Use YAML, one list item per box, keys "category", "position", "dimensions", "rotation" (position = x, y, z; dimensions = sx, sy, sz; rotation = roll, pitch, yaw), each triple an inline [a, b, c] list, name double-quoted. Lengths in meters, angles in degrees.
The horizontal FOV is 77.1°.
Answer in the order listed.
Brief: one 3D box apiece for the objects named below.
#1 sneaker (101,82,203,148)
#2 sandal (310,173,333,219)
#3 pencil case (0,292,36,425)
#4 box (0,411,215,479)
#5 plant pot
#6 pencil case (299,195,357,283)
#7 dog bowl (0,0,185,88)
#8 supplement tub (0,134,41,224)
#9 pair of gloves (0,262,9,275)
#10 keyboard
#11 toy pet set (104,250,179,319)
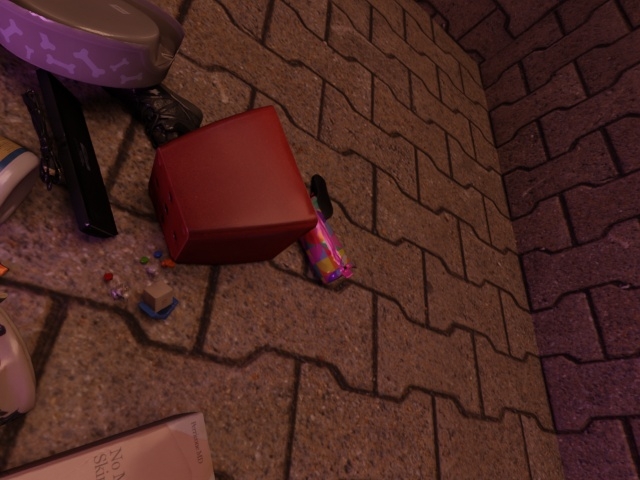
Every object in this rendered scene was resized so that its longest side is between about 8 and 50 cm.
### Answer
- category: "sneaker"
  position: [-0.374, -0.284, 0.881]
  dimensions: [0.228, 0.087, 0.130]
  rotation: [28, 46, -36]
- category: "sandal"
  position: [-0.003, -0.120, 1.172]
  dimensions: [0.067, 0.040, 0.179]
  rotation: [30, 37, -35]
- category: "pencil case"
  position: [-0.544, 0.208, 0.425]
  dimensions: [0.410, 0.160, 0.183]
  rotation: [-27, 102, -46]
- category: "box"
  position: [-0.322, 0.364, 0.571]
  dimensions: [0.311, 0.121, 0.147]
  rotation: [-4, 71, -43]
- category: "plant pot"
  position: [-0.203, -0.088, 0.829]
  dimensions: [0.236, 0.267, 0.267]
  rotation: [-15, 80, -32]
- category: "pencil case"
  position: [0.000, 0.000, 1.060]
  dimensions: [0.104, 0.104, 0.236]
  rotation: [-29, 87, -46]
- category: "dog bowl"
  position: [-0.453, -0.420, 0.787]
  dimensions: [0.349, 0.102, 0.348]
  rotation: [20, 36, -15]
- category: "supplement tub"
  position: [-0.554, -0.120, 0.594]
  dimensions: [0.200, 0.144, 0.144]
  rotation: [34, 50, -24]
- category: "pair of gloves"
  position: [-0.542, 0.046, 0.616]
  dimensions: [0.083, 0.010, 0.074]
  rotation: [44, 45, -20]
- category: "keyboard"
  position: [-0.447, -0.159, 0.705]
  dimensions: [0.033, 0.201, 0.316]
  rotation: [-21, 80, -7]
- category: "toy pet set"
  position: [-0.325, 0.094, 0.769]
  dimensions: [0.114, 0.065, 0.122]
  rotation: [32, 36, 21]
